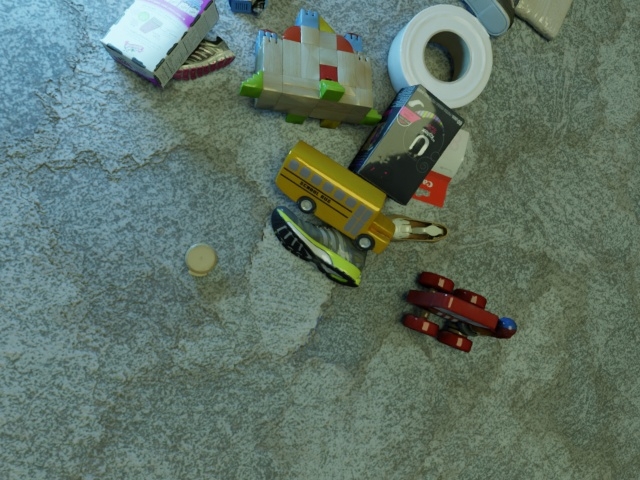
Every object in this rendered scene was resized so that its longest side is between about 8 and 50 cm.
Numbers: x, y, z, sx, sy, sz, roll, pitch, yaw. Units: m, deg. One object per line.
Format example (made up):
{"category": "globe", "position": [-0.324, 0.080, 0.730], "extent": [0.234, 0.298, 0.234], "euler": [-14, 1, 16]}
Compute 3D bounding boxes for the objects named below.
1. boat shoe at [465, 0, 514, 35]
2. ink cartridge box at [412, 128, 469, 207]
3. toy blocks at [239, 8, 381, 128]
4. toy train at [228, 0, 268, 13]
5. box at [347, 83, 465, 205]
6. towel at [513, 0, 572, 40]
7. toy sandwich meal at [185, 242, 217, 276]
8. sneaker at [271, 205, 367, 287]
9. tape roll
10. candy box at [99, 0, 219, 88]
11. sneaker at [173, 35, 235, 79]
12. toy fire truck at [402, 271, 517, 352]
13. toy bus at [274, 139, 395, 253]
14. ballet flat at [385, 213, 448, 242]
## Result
{"category": "boat shoe", "position": [0.474, -0.776, 1.396], "extent": [0.335, 0.112, 0.095], "euler": [48, 58, -18]}
{"category": "ink cartridge box", "position": [0.322, -0.234, 1.360], "extent": [0.189, 0.066, 0.233], "euler": [16, 81, -18]}
{"category": "toy blocks", "position": [-0.019, -0.460, 1.200], "extent": [0.381, 0.190, 0.261], "euler": [3, 77, -19]}
{"category": "toy train", "position": [-0.184, -0.673, 1.181], "extent": [0.105, 0.080, 0.184], "euler": [-1, 90, -13]}
{"category": "box", "position": [0.222, -0.254, 1.241], "extent": [0.165, 0.143, 0.270], "euler": [32, 98, -14]}
{"category": "towel", "position": [0.744, -0.816, 1.511], "extent": [0.187, 0.049, 0.282], "euler": [27, 81, -16]}
{"category": "toy sandwich meal", "position": [-0.299, 0.048, 1.160], "extent": [0.085, 0.029, 0.086], "euler": [2, 84, -18]}
{"category": "sneaker", "position": [0.000, 0.000, 1.234], "extent": [0.300, 0.111, 0.121], "euler": [38, 62, -16]}
{"category": "tape roll", "position": [0.342, -0.511, 1.326], "extent": [0.286, 0.100, 0.286], "euler": [-1, 94, -12]}
{"category": "candy box", "position": [-0.372, -0.496, 1.090], "extent": [0.159, 0.071, 0.233], "euler": [33, 78, 9]}
{"category": "sneaker", "position": [-0.300, -0.455, 1.148], "extent": [0.170, 0.063, 0.075], "euler": [-26, 91, -15]}
{"category": "toy fire truck", "position": [0.390, 0.208, 1.271], "extent": [0.302, 0.254, 0.169], "euler": [25, 82, -17]}
{"category": "toy bus", "position": [0.050, -0.108, 1.193], "extent": [0.332, 0.108, 0.130], "euler": [32, 124, -3]}
{"category": "ballet flat", "position": [0.260, -0.035, 1.325], "extent": [0.232, 0.073, 0.080], "euler": [1, 89, -18]}
